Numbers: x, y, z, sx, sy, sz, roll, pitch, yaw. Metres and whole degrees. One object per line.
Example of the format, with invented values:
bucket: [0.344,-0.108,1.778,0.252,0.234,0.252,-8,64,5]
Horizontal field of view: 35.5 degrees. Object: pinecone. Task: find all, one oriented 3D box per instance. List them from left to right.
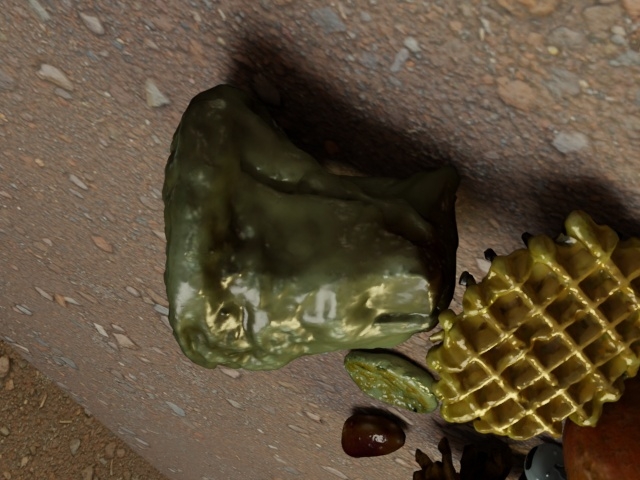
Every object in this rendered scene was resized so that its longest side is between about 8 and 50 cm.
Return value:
pinecone: [0.324,0.547,1.817,0.384,0.384,0.384,23,154,11]

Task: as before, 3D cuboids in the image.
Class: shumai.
shumai: [0.000,0.000,1.172,0.323,0.324,0.397,5,161,10]

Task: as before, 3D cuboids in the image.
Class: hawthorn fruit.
hawthorn fruit: [0.424,0.267,1.275,0.298,0.277,0.277,54,166,27]

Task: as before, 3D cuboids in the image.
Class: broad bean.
broad bean: [0.105,0.398,2.032,0.114,0.084,0.165,25,154,-36]

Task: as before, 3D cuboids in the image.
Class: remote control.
remote control: [0.460,0.434,1.731,0.244,0.087,0.047,32,155,-11]

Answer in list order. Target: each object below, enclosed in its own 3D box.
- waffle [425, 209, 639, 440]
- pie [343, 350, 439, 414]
waffle: [0.267,0.115,1.127,0.329,0.329,0.062,48,-168,-36]
pie: [0.127,0.248,1.769,0.187,0.041,0.187,23,155,11]
